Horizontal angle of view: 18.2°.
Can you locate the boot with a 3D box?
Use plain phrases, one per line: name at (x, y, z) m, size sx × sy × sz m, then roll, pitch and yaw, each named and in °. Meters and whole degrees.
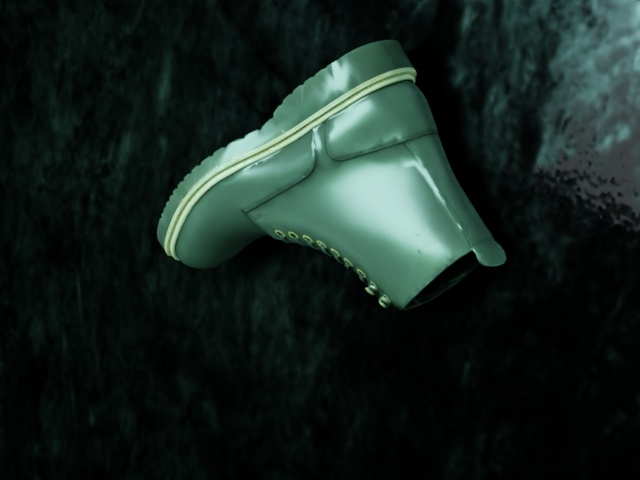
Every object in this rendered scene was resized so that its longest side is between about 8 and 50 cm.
boot at (0.000, 0.000, 1.095) m, size 0.198 × 0.077 × 0.137 m, roll -40°, pitch 73°, yaw 41°
